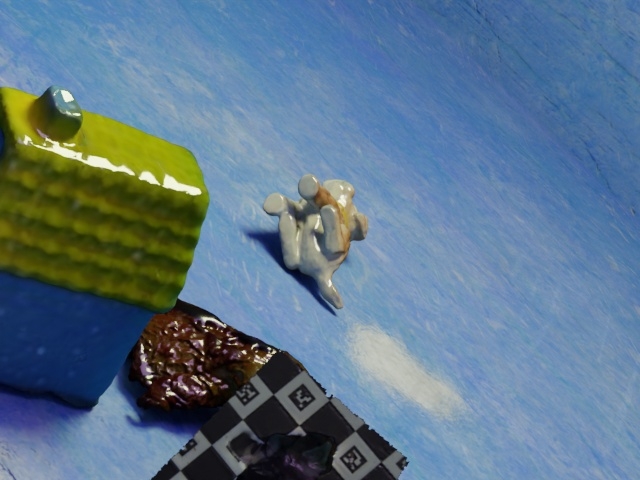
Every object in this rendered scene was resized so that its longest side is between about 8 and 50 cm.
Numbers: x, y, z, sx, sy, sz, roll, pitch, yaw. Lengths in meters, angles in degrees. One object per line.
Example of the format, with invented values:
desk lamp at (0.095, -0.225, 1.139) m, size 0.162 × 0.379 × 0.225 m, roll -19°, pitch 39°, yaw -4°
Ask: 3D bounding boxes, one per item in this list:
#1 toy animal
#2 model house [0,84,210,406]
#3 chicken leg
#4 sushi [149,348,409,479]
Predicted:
toy animal at (0.014, 0.006, 2.181) m, size 0.185 × 0.104 × 0.184 m, roll 4°, pitch 65°, yaw -77°
model house at (-0.270, -0.010, 1.558) m, size 0.237 × 0.303 × 0.215 m, roll 17°, pitch 39°, yaw -35°
chicken leg at (-0.099, 0.157, 1.699) m, size 0.322 × 0.083 × 0.177 m, roll 28°, pitch 35°, yaw 15°
sushi at (-0.045, 0.243, 1.572) m, size 0.193 × 0.210 × 0.040 m, roll 40°, pitch -12°, yaw 8°
